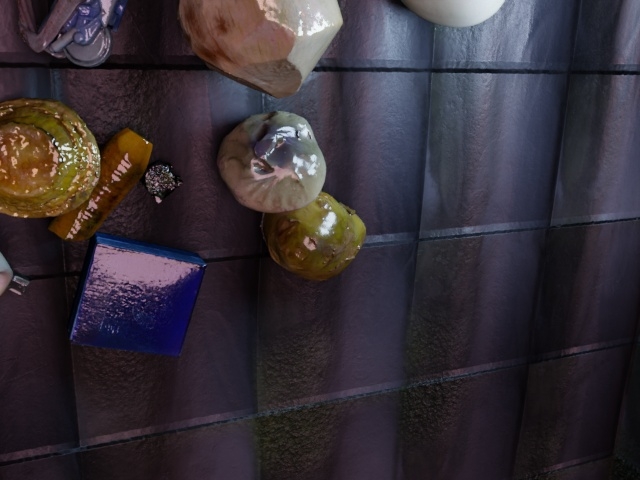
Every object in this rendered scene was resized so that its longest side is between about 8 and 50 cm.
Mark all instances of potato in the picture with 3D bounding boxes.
[{"bbox_3d":[0.000,0.000,1.818,0.300,0.196,0.246,22,99,-30],"label":"potato"}]

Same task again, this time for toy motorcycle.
[{"bbox_3d":[-0.513,-0.533,1.412,0.241,0.182,0.319,21,99,-28],"label":"toy motorcycle"}]

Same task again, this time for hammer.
[{"bbox_3d":[-0.832,0.216,1.606,0.111,0.043,0.365,32,95,-30],"label":"hammer"}]

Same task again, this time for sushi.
[{"bbox_3d":[-0.393,-0.151,1.669,0.085,0.056,0.083,-38,111,-7],"label":"sushi"}]

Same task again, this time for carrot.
[{"bbox_3d":[-0.508,-0.124,1.592,0.114,0.114,0.301,35,94,-29],"label":"carrot"}]

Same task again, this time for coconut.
[{"bbox_3d":[-0.138,-0.504,1.479,0.345,0.415,0.415,-16,115,4],"label":"coconut"}]

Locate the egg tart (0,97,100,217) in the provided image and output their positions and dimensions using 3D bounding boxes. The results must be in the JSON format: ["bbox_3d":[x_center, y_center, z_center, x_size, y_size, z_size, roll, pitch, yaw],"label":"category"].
[{"bbox_3d":[-0.634,-0.177,1.474,0.294,0.123,0.293,0,98,-3],"label":"egg tart"}]

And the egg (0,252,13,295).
[{"bbox_3d":[-0.874,0.057,1.377,0.354,0.354,0.340,-44,92,-5],"label":"egg"}]

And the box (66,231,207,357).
[{"bbox_3d":[-0.460,0.139,1.704,0.279,0.116,0.261,13,102,-25],"label":"box"}]

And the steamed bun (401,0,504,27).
[{"bbox_3d":[0.310,-0.663,1.659,0.324,0.324,0.206,37,73,-29],"label":"steamed bun"}]

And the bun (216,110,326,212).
[{"bbox_3d":[-0.120,-0.195,1.675,0.273,0.168,0.272,1,81,-9],"label":"bun"}]
